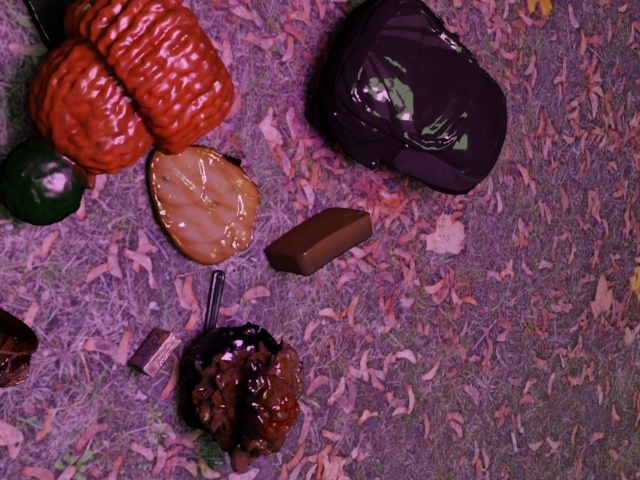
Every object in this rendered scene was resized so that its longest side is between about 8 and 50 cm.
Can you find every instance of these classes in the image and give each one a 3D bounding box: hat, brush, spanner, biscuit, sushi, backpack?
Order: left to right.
[{"bbox_3d":[-0.355,-0.219,1.304,0.400,0.285,0.285,-35,117,-3],"label":"hat"},{"bbox_3d":[-0.214,-0.075,1.517,0.260,0.041,0.203,45,69,-31],"label":"biscuit"},{"bbox_3d":[-0.208,0.157,1.555,0.046,0.012,0.208,13,86,-38],"label":"spanner"},{"bbox_3d":[-0.117,0.274,1.497,0.225,0.218,0.238,-37,123,-30],"label":"sushi"},{"bbox_3d":[0.000,0.000,1.640,0.197,0.123,0.059,-32,117,-32],"label":"brush"},{"bbox_3d":[0.202,-0.276,1.703,0.445,0.255,0.363,33,72,-21],"label":"backpack"}]

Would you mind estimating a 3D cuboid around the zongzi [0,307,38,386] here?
[{"bbox_3d":[-0.576,0.201,1.154,0.289,0.154,0.317,40,61,-33],"label":"zongzi"}]

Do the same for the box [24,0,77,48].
[{"bbox_3d":[-0.412,-0.385,1.339,0.125,0.027,0.126,-34,113,-35],"label":"box"}]

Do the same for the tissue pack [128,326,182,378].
[{"bbox_3d":[-0.291,0.196,1.459,0.083,0.063,0.035,-54,126,-23],"label":"tissue pack"}]
